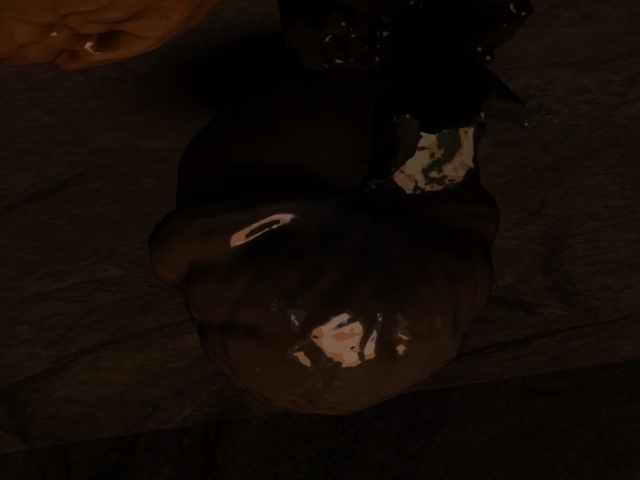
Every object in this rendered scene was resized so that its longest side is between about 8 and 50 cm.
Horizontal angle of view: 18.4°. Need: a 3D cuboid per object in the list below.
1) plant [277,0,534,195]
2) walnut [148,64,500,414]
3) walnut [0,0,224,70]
[{"bbox_3d":[0.044,-0.126,1.030,0.131,0.203,0.142,-14,159,3],"label":"plant"},{"bbox_3d":[0.002,-0.001,1.389,0.248,0.248,0.248,-5,165,-1],"label":"walnut"},{"bbox_3d":[-0.106,-0.166,0.851,0.195,0.195,0.221,6,157,-37],"label":"walnut"}]
